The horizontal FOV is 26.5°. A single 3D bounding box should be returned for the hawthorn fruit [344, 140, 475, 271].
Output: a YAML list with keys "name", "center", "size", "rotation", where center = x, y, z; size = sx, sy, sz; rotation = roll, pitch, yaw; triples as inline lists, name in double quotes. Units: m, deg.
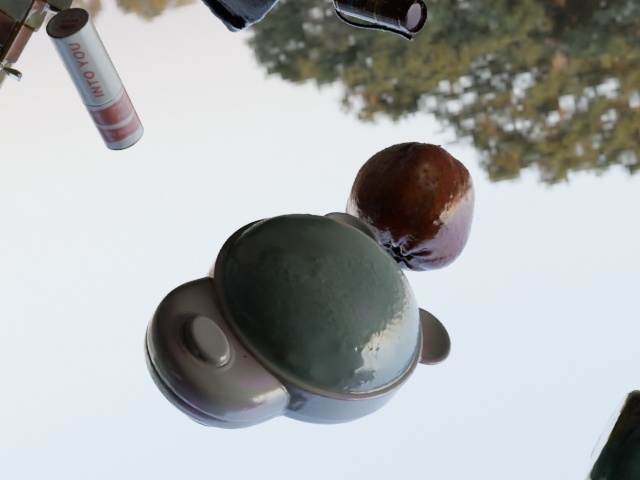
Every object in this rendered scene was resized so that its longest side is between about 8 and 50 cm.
- name: "hawthorn fruit"
  center: [0.130, -0.059, 1.847]
  size: [0.179, 0.179, 0.200]
  rotation: [0, -126, 45]

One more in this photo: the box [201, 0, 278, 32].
- name: "box"
  center: [-0.038, -0.429, 1.384]
  size: [0.415, 0.264, 0.116]
  rotation: [-50, -169, -33]

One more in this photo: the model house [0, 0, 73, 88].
- name: "model house"
  center: [-0.360, -0.244, 1.480]
  size: [0.244, 0.169, 0.326]
  rotation: [-48, -158, 33]

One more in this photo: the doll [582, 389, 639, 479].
- name: "doll"
  center: [0.434, 0.284, 1.528]
  size: [0.261, 0.161, 0.177]
  rotation: [26, -146, 11]

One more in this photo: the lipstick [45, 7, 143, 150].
- name: "lipstick"
  center: [-0.187, -0.133, 1.139]
  size: [0.038, 0.130, 0.038]
  rotation: [-10, -132, 11]

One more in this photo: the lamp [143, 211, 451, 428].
- name: "lamp"
  center: [-0.020, 0.058, 1.048]
  size: [0.246, 0.108, 0.179]
  rotation: [-18, -122, -36]

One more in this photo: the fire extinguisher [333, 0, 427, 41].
- name: "fire extinguisher"
  center: [0.054, -0.252, 1.453]
  size: [0.132, 0.056, 0.039]
  rotation: [24, -149, 39]
